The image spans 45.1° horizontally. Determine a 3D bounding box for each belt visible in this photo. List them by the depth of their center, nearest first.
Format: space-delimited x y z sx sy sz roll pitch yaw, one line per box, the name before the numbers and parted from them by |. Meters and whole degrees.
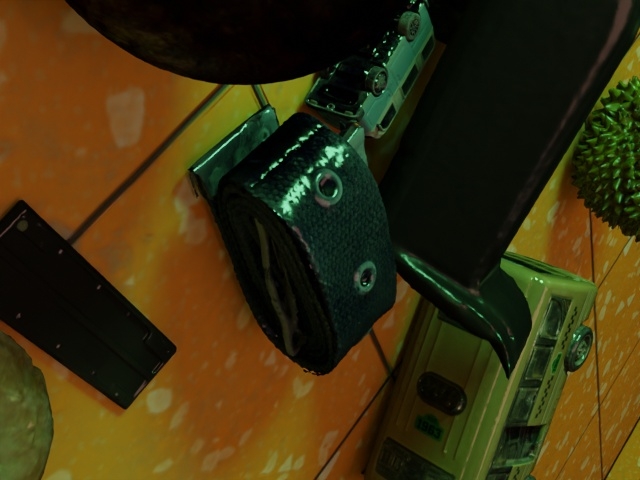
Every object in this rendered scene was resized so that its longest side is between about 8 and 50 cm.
belt | 0.000 0.001 0.629 0.128 0.122 0.218 -44 139 -30

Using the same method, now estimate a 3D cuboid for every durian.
durian | 0.468 -0.125 1.121 0.200 0.176 0.237 -12 126 -60

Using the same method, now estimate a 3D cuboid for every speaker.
speaker | 0.190 -0.095 0.693 0.180 0.184 0.388 -32 150 -62

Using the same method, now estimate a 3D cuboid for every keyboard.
keyboard | -0.168 0.054 0.540 0.067 0.011 0.202 -51 143 -16

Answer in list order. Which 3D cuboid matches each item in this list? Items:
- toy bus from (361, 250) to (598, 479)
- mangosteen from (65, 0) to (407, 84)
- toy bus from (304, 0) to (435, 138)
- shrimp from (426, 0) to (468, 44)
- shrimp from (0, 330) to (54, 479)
toy bus | 0.189 0.192 0.957 0.202 0.177 0.365 11 98 -51
mangosteen | -0.037 -0.222 0.399 0.231 0.231 0.289 62 25 -49
toy bus | 0.047 -0.144 0.658 0.123 0.060 0.075 -60 149 -11
shrimp | 0.130 -0.297 0.650 0.445 0.085 0.272 -14 132 -56
shrimp | -0.249 0.096 0.415 0.168 0.077 0.317 -58 150 -27
